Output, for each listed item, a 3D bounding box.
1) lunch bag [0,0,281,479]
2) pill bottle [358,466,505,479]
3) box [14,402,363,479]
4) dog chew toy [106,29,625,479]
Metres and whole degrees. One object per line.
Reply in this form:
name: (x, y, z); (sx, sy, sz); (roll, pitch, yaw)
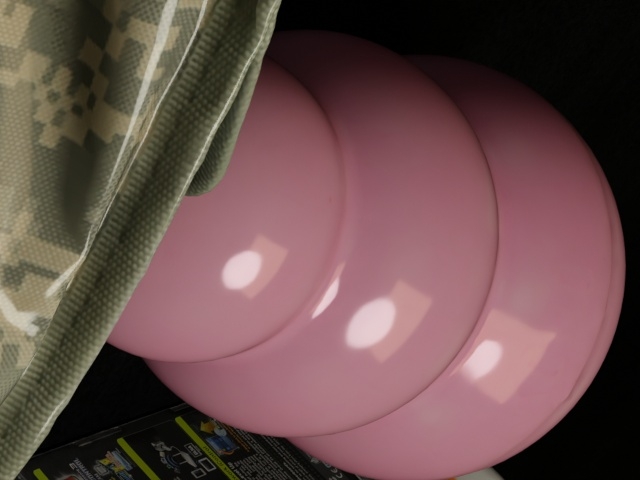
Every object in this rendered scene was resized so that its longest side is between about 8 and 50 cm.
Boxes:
lunch bag: (-0.144, -0.059, 0.361); (0.287, 0.235, 0.169); (-52, 152, 16)
pill bottle: (-0.027, 0.309, 1.231); (0.392, 0.224, 0.224); (-40, 157, -12)
box: (-0.026, 0.207, 0.991); (0.216, 0.270, 0.060); (-17, 144, -51)
dog chew toy: (0.000, 0.000, 0.790); (0.206, 0.206, 0.332); (-51, 149, 14)
